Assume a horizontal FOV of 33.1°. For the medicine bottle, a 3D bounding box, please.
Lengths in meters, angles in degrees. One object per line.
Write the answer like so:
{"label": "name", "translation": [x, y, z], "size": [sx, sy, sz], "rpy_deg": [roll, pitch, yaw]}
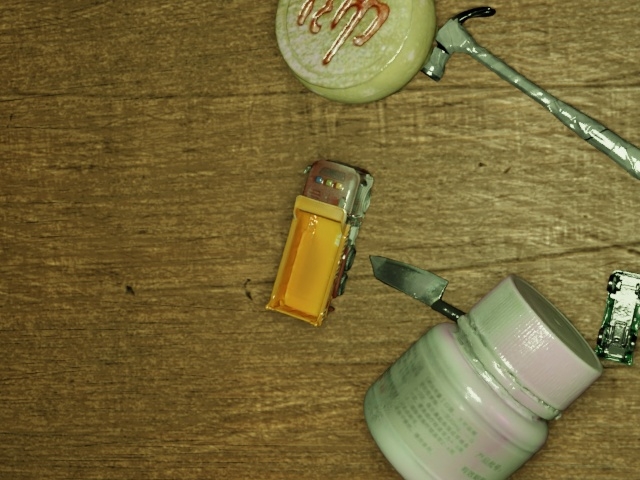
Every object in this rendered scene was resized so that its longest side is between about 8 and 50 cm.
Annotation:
{"label": "medicine bottle", "translation": [0.255, 0.235, 1.697], "size": [0.256, 0.256, 0.325], "rpy_deg": [46, 105, 9]}

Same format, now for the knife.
{"label": "knife", "translation": [0.180, 0.082, 1.835], "size": [0.230, 0.028, 0.060], "rpy_deg": [28, 88, 16]}

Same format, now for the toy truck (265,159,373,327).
{"label": "toy truck", "translation": [0.000, 0.000, 1.820], "size": [0.114, 0.135, 0.270], "rpy_deg": [18, 98, 15]}

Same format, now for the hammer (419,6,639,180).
{"label": "hammer", "translation": [0.363, -0.221, 1.756], "size": [0.427, 0.044, 0.152], "rpy_deg": [39, 102, 10]}

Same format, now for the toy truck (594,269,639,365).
{"label": "toy truck", "translation": [0.482, 0.121, 1.718], "size": [0.065, 0.079, 0.147], "rpy_deg": [12, 97, 16]}

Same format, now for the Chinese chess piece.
{"label": "Chinese chess piece", "translation": [0.058, -0.360, 1.780], "size": [0.270, 0.112, 0.270], "rpy_deg": [-2, 85, 24]}
